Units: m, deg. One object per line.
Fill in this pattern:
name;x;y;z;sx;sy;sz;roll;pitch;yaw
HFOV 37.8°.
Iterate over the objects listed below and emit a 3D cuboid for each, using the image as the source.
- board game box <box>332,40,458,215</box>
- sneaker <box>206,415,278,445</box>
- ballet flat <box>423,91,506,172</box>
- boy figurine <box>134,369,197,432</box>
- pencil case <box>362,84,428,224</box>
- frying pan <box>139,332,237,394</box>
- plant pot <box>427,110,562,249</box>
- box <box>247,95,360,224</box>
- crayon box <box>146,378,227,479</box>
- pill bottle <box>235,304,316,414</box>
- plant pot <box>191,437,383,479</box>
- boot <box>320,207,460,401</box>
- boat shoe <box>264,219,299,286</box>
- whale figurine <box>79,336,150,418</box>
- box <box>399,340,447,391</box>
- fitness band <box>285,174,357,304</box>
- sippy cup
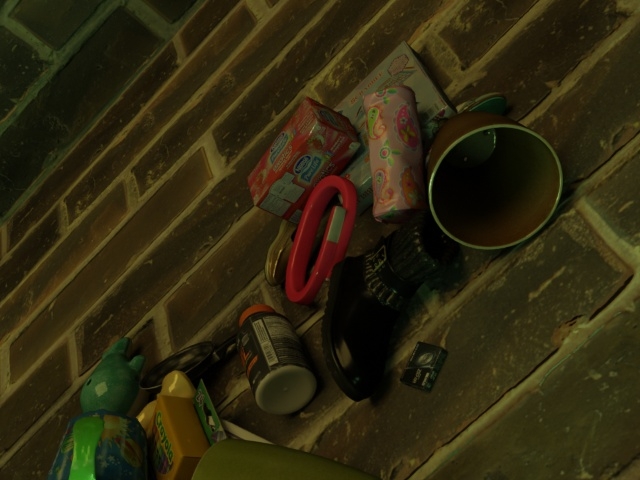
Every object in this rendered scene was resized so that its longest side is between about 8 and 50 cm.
board game box;0.141;-0.261;2.135;0.318;0.066;0.318;-42;37;18
sneaker;-0.179;0.454;1.873;0.282;0.102;0.161;11;73;53
ballet flat;0.289;-0.232;1.935;0.221;0.076;0.079;-48;31;16
boy figurine;-0.354;0.408;2.067;0.092;0.177;0.285;40;107;20
pencil case;0.152;-0.177;1.928;0.124;0.124;0.284;-17;73;41
frying pan;-0.271;0.267;2.172;0.326;0.053;0.197;-28;13;-6
plant pot;0.300;-0.143;1.742;0.237;0.237;0.254;-43;20;16
box;-0.041;-0.179;2.121;0.257;0.128;0.123;-52;33;24
crayon box;-0.307;0.469;1.926;0.323;0.083;0.203;-67;30;19
pill bottle;-0.101;0.236;1.939;0.130;0.130;0.246;-46;35;12
plant pot;-0.031;0.471;1.577;0.293;0.275;0.275;-7;54;26
boot;0.136;0.112;1.764;0.260;0.131;0.348;-29;41;31
boat shoe;-0.073;0.019;2.153;0.072;0.068;0.190;-5;56;34
whale figurine;-0.524;0.347;2.331;0.216;0.141;0.272;-41;36;19
box;0.188;0.229;1.701;0.067;0.018;0.083;10;69;53
fitness band;0.000;0.000;2.021;0.209;0.054;0.291;14;86;70
sippy cup;-0.443;0.472;1.873;0.305;0.240;0.224;-41;34;36
